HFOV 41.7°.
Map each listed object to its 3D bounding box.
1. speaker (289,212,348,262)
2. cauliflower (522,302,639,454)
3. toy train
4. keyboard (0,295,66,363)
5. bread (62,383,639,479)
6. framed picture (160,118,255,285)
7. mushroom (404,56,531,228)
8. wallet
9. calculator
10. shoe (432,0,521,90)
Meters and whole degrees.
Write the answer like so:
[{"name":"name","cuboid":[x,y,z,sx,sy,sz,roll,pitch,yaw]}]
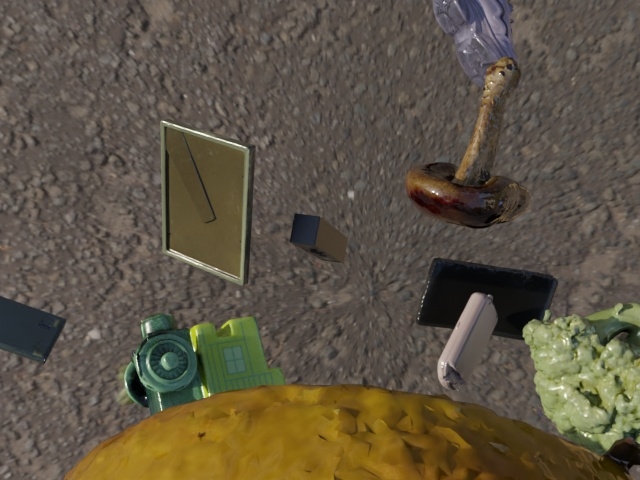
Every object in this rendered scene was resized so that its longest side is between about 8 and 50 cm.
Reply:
[{"name":"speaker","cuboid":[0.000,0.000,1.269,0.040,0.191,0.046,9,83,15]},{"name":"cauliflower","cuboid":[0.468,0.202,1.282,0.327,0.260,0.281,31,106,0]},{"name":"toy train","cuboid":[-0.179,0.329,1.456,0.272,0.179,0.442,-6,72,-27]},{"name":"keyboard","cuboid":[-0.329,0.064,0.776,0.176,0.055,0.014,20,127,-7]},{"name":"bread","cuboid":[0.001,0.246,0.382,0.398,0.398,0.215,5,42,6]},{"name":"framed picture","cuboid":[-0.154,-0.051,1.133,0.150,0.015,0.203,19,120,26]},{"name":"mushroom","cuboid":[0.204,-0.130,1.083,0.148,0.227,0.218,16,104,22]},{"name":"wallet","cuboid":[0.287,0.103,1.451,0.244,0.025,0.124,9,104,-19]},{"name":"calculator","cuboid":[0.244,0.164,1.382,0.032,0.100,0.175,18,69,33]},{"name":"shoe","cuboid":[0.324,-0.399,1.607,0.137,0.095,0.245,-32,90,-22]}]
